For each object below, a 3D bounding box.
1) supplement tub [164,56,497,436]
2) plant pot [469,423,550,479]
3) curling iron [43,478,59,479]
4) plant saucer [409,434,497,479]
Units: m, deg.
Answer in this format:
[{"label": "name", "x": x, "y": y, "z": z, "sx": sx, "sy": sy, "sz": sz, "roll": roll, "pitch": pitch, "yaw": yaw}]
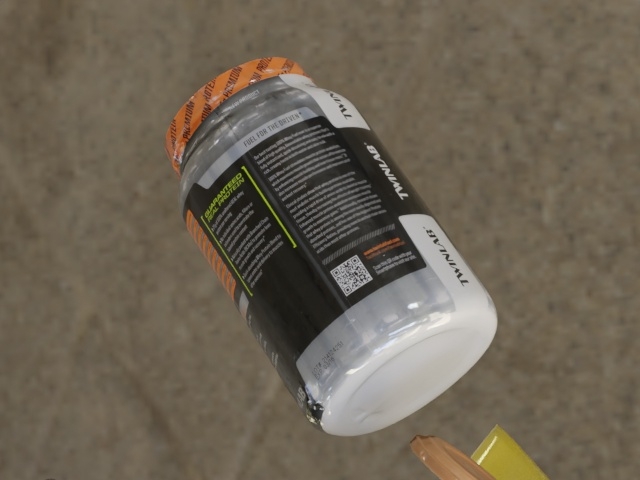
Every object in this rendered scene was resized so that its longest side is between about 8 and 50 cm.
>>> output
[{"label": "supplement tub", "x": 0.000, "y": 0.000, "z": 1.635, "sx": 0.316, "sy": 0.193, "sz": 0.193, "roll": 57, "pitch": 136, "yaw": 24}, {"label": "plant pot", "x": 0.137, "y": 0.317, "z": 1.534, "sx": 0.187, "sy": 0.212, "sz": 0.212, "roll": 38, "pitch": 155, "yaw": 8}, {"label": "curling iron", "x": -0.165, "y": 0.267, "z": 1.668, "sx": 0.274, "sy": 0.035, "sz": 0.068, "roll": 6, "pitch": 87, "yaw": 30}, {"label": "plant saucer", "x": 0.091, "y": 0.145, "z": 1.123, "sx": 0.013, "sy": 0.083, "sz": 0.083, "roll": -52, "pitch": 47, "yaw": 5}]
